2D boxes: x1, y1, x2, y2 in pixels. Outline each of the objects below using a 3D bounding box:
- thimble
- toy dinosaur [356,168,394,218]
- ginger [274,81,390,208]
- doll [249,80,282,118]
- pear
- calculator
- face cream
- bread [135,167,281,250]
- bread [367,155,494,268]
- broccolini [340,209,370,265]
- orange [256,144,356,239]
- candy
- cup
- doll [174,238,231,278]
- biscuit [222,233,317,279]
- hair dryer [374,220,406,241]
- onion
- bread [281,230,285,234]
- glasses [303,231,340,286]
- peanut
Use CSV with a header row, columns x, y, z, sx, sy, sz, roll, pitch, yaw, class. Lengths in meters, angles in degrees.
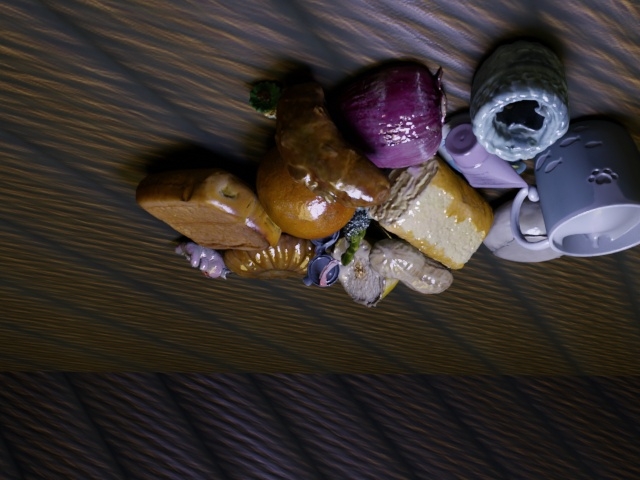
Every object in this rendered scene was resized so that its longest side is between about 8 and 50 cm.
x,y,z,sx,sy,sz,roll,pitch,yaw,class
0.430,-0.300,1.298,0.205,0.171,0.250,-6,149,17,thimble
0.131,-0.122,1.692,0.393,0.092,0.205,-5,158,-10,toy dinosaur
0.006,-0.186,1.300,0.172,0.321,0.165,-36,-178,-2,ginger
-0.113,-0.320,1.363,0.078,0.076,0.113,21,-175,13,doll
0.171,0.076,1.960,0.178,0.266,0.267,-17,165,-38,pear
0.418,-0.237,1.537,0.303,0.042,0.188,24,142,-37,calculator
0.403,-0.191,1.491,0.154,0.096,0.274,0,160,37,face cream
-0.294,-0.099,1.614,0.337,0.147,0.328,-1,153,37,bread
0.316,-0.085,1.640,0.375,0.165,0.236,26,101,-45,bread
0.077,-0.004,1.723,0.079,0.073,0.392,-18,165,-12,broccolini
-0.038,-0.131,1.492,0.264,0.264,0.264,-1,152,-1,orange
0.629,-0.038,1.768,0.296,0.185,0.295,5,162,2,candy
0.645,-0.119,1.525,0.259,0.274,0.357,23,144,-37,cup
-0.386,0.058,1.982,0.149,0.095,0.192,26,168,45,doll
-0.155,0.063,1.940,0.326,0.107,0.325,-4,163,-1,biscuit
0.294,-0.033,1.849,0.195,0.050,0.173,-26,122,30,hair dryer
0.122,-0.253,1.375,0.349,0.159,0.267,-9,148,11,onion
-0.133,-0.059,1.802,0.114,0.077,0.189,-8,169,-28,bread
0.000,0.000,1.711,0.118,0.234,0.268,1,165,2,glasses
0.279,0.079,1.794,0.298,0.120,0.136,25,154,-29,peanut
